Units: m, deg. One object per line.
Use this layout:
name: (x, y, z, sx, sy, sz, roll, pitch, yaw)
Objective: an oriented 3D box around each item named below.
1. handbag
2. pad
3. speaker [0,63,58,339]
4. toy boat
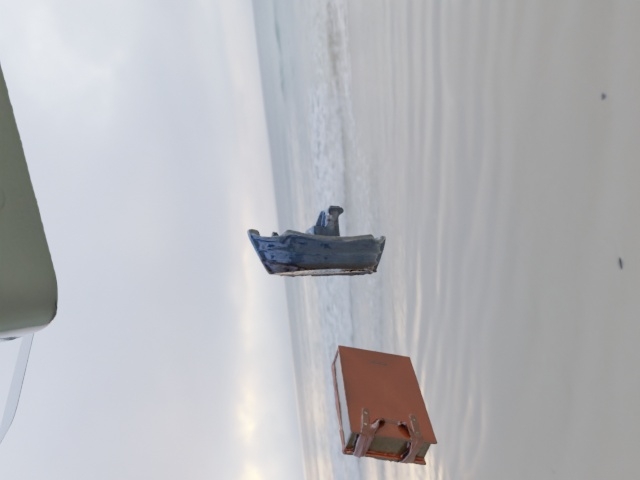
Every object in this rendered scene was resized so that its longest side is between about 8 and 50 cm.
handbag: (0.088, 0.241, 0.849, 0.190, 0.127, 0.062, -96, 20, -62)
pad: (-0.604, 0.267, 1.138, 0.176, 0.002, 0.266, -48, 37, 36)
speaker: (-0.426, -0.080, 0.561, 0.184, 0.183, 0.406, -12, -95, -56)
toy boat: (0.000, 0.000, 1.154, 0.129, 0.309, 0.142, 153, 116, -62)
